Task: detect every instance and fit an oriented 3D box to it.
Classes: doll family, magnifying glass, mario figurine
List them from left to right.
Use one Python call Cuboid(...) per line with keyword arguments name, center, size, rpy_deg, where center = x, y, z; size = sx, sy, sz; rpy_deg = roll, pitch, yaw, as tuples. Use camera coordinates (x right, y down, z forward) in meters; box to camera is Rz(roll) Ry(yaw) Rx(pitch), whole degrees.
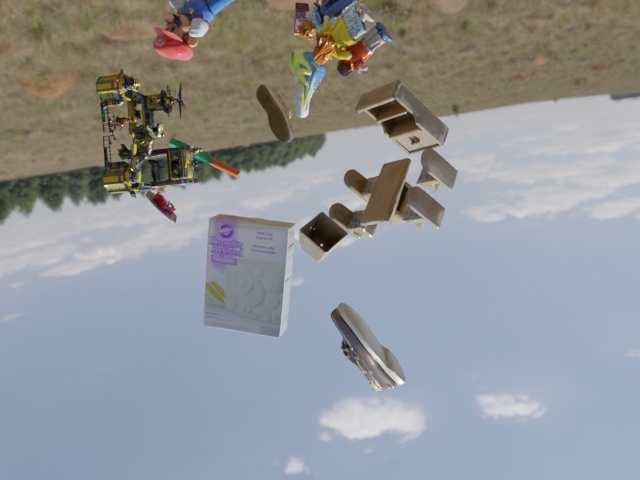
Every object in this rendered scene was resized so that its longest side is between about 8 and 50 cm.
Cuboid(name="mario figurine", center=(-0.393, -0.683, 1.789), size=(0.320, 0.170, 0.198), rpy_deg=(-57, -164, -19))
Cuboid(name="magnifying glass", center=(-0.350, -0.250, 1.814), size=(0.231, 0.026, 0.092), rpy_deg=(27, 174, -3))
Cuboid(name="doll family", center=(0.030, -0.480, 1.313), size=(0.163, 0.262, 0.118), rpy_deg=(-35, 150, 30))

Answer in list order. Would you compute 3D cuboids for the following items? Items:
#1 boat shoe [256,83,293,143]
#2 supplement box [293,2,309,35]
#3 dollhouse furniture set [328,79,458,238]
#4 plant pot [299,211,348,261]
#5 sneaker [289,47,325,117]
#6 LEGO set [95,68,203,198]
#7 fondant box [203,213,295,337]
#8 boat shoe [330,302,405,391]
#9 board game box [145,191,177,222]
Cuboid(name="boat shoe", center=(-0.103, -0.326, 1.531), size=(0.059, 0.170, 0.063), rpy_deg=(-13, 164, -47))
Cuboid(name="supplement box", center=(-0.060, -0.691, 1.872), size=(0.043, 0.083, 0.055), rpy_deg=(2, -132, -7))
Cuboid(name="dollhouse furniture set", center=(0.202, -0.239, 1.824), size=(0.256, 0.394, 0.362), rpy_deg=(34, 157, -29))
Cuboid(name="plant pot", center=(0.000, 0.000, 1.807), size=(0.109, 0.109, 0.096), rpy_deg=(-41, 164, -33))
Cuboid(name="sneaker", center=(-0.034, -0.556, 2.104), size=(0.126, 0.240, 0.091), rpy_deg=(-8, -171, -19))
Cuboid(name="LEGO set", center=(-0.402, -0.257, 1.468), size=(0.192, 0.331, 0.255), rpy_deg=(-5, 172, 9))
Cuboid(name="fondant box", center=(-0.209, 0.100, 1.749), size=(0.239, 0.330, 0.096), rpy_deg=(7, -169, 10))
Cuboid(name="boat shoe", center=(0.116, 0.302, 1.648), size=(0.097, 0.324, 0.116), rpy_deg=(-31, -150, 16))
Cuboid(name="board game box", center=(-0.519, -0.125, 1.999), size=(0.033, 0.133, 0.168), rpy_deg=(-44, -161, 3))
